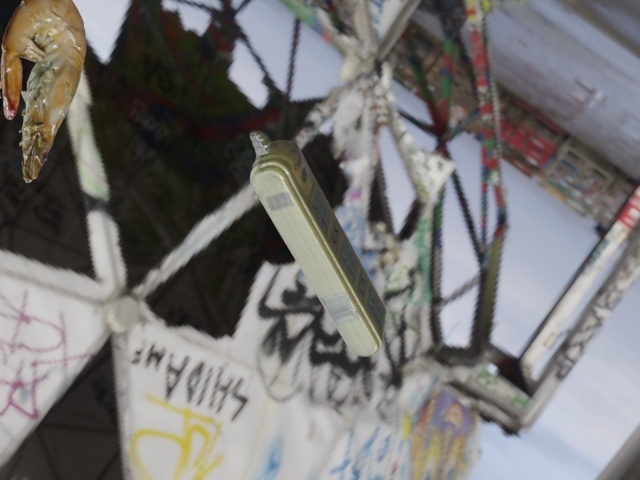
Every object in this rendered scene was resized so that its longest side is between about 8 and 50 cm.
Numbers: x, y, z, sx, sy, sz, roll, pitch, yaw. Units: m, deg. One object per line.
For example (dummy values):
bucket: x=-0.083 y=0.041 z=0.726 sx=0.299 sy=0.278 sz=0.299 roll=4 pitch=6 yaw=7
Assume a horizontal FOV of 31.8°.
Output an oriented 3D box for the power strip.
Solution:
power strip: x=0.000 y=0.000 z=1.565 sx=0.387 sy=0.066 sz=0.092 roll=59 pitch=-154 yaw=-30

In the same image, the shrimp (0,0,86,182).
shrimp: x=-0.332 y=-0.185 z=1.315 sx=0.053 sy=0.236 sz=0.133 roll=9 pitch=169 yaw=16
